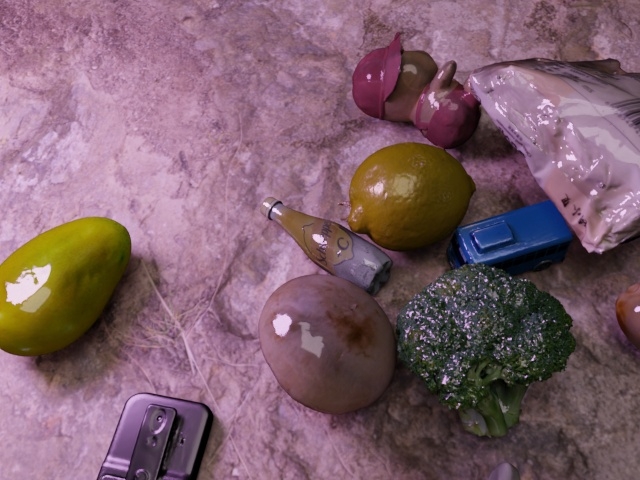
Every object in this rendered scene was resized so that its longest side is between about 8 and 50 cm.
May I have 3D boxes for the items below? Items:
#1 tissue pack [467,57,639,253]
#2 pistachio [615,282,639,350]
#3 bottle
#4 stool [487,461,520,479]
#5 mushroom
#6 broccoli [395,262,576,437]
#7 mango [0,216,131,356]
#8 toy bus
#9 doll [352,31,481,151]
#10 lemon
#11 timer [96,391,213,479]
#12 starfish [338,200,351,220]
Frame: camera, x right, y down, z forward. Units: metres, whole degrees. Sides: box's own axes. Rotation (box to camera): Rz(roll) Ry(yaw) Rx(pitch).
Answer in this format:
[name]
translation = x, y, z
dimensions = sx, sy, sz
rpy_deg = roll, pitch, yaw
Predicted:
[tissue pack]
translation = 0.478, -0.182, 1.079
dimensions = 0.389, 0.195, 0.376
rpy_deg = -12, 58, -32
[pistachio]
translation = 0.553, 0.128, 0.966
dimensions = 0.215, 0.144, 0.144
rpy_deg = 25, 65, 12
[bottle]
translation = 0.000, 0.000, 1.125
dimensions = 0.269, 0.083, 0.083
rpy_deg = 31, 68, 26
[stool]
translation = 0.286, 0.402, 0.798
dimensions = 0.198, 0.195, 0.195
rpy_deg = 18, 63, 13
[mushroom]
translation = 0.008, 0.160, 0.981
dimensions = 0.226, 0.178, 0.227
rpy_deg = 26, 29, -16
[broccoli]
translation = 0.231, 0.154, 0.940
dimensions = 0.261, 0.269, 0.242
rpy_deg = -18, 93, -28
[mango]
translation = -0.448, 0.071, 1.095
dimensions = 0.185, 0.149, 0.273
rpy_deg = 15, 57, 22
[toy bus]
translation = 0.310, 0.007, 1.073
dimensions = 0.184, 0.106, 0.090
rpy_deg = -17, 62, -4
[doll]
translation = 0.183, -0.280, 1.210
dimensions = 0.255, 0.196, 0.152
rpy_deg = 26, 48, 12
[lemon]
translation = 0.157, -0.078, 1.096
dimensions = 0.248, 0.184, 0.184
rpy_deg = -19, 59, -20
[timer]
translation = -0.255, 0.328, 0.978
dimensions = 0.143, 0.055, 0.188
rpy_deg = 7, 61, 11
[starfish]
translation = 0.076, -0.058, 1.190
dimensions = 0.092, 0.016, 0.086
rpy_deg = 24, 63, 21
